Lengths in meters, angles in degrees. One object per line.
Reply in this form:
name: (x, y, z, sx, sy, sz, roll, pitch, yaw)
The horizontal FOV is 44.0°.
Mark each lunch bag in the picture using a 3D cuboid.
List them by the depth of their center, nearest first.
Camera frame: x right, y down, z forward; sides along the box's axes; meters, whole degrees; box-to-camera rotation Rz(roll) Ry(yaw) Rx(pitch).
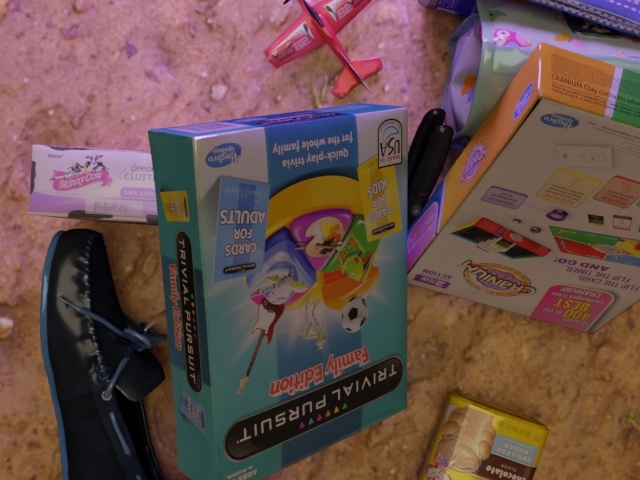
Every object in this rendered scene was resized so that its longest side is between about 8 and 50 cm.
lunch bag: (0.245, -0.158, 0.803, 0.223, 0.262, 0.160, 7, 90, 1)

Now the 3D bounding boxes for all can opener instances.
can opener: (0.102, -0.065, 0.856, 0.073, 0.186, 0.059, -10, 62, -24)

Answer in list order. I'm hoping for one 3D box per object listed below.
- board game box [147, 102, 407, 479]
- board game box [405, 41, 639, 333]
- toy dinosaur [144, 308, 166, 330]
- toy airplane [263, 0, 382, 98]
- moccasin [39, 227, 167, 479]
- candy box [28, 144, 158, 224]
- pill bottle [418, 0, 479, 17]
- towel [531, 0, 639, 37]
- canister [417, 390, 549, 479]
board game box: (-0.025, 0.046, 0.782, 0.254, 0.079, 0.336, -15, 110, -38)
board game box: (0.242, -0.027, 0.768, 0.242, 0.316, 0.064, 16, 56, -9)
toy dinosaur: (-0.105, 0.065, 0.874, 0.053, 0.183, 0.092, -45, 48, 35)
toy airplane: (0.016, -0.233, 0.920, 0.151, 0.028, 0.151, 0, 91, 1)
moccasin: (-0.224, 0.152, 0.881, 0.117, 0.138, 0.342, -4, 103, 7)
candy box: (-0.192, -0.052, 0.837, 0.165, 0.196, 0.070, 4, 90, 1)
pill bottle: (0.211, -0.294, 0.878, 0.187, 0.112, 0.112, 15, 90, 0)
towel: (0.249, -0.326, 0.806, 0.243, 0.040, 0.336, 22, 51, 10)
canister: (0.174, 0.270, 0.895, 0.126, 0.073, 0.170, 19, 88, 0)
